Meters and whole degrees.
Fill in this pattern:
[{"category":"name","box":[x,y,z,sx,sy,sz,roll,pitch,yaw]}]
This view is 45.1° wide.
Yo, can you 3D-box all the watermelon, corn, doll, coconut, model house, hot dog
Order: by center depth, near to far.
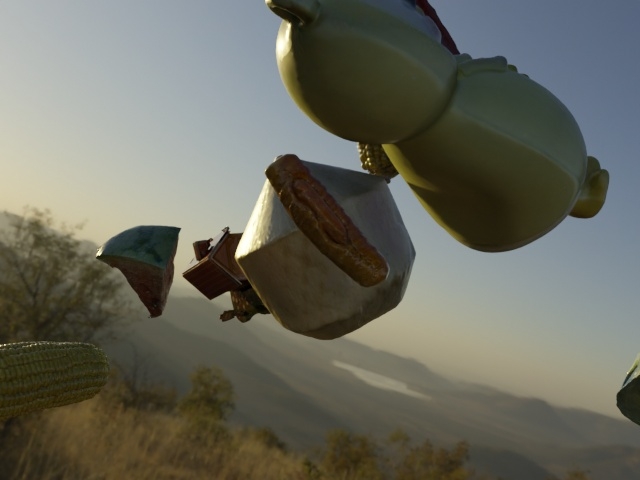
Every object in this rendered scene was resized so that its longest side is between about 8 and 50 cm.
[{"category":"doll","box":[0.080,-0.082,0.491,0.296,0.117,0.141,34,-3,-42]},{"category":"hot dog","box":[0.004,-0.016,0.630,0.137,0.044,0.028,52,-23,9]},{"category":"corn","box":[-0.373,0.177,0.993,0.093,0.093,0.244,16,5,23]},{"category":"watermelon","box":[-0.259,0.042,1.251,0.121,0.098,0.158,-13,-59,36]},{"category":"coconut","box":[0.000,0.000,1.321,0.329,0.328,0.329,18,-5,2]},{"category":"corn","box":[0.121,-0.265,1.450,0.097,0.320,0.097,3,-12,1]},{"category":"model house","box":[-0.215,0.083,1.767,0.154,0.207,0.294,-5,-11,-28]}]

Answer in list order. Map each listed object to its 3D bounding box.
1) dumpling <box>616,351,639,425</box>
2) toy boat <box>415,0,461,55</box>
[{"category":"dumpling","box":[0.498,0.177,1.017,0.108,0.219,0.152,16,31,-54]},{"category":"toy boat","box":[0.161,-0.272,1.295,0.133,0.332,0.145,-33,-7,38]}]
